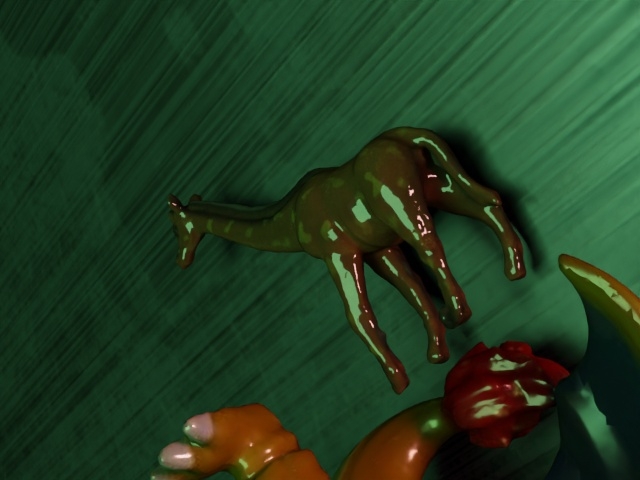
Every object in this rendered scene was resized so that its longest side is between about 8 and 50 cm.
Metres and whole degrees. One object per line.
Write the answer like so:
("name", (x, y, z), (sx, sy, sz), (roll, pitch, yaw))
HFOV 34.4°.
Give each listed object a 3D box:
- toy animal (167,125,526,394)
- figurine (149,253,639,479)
("toy animal", (0.000, 0.000, 0.671), (0.229, 0.066, 0.224), (52, 125, 24))
("figurine", (0.079, 0.242, 0.507), (0.387, 0.268, 0.401), (49, 123, 27))
